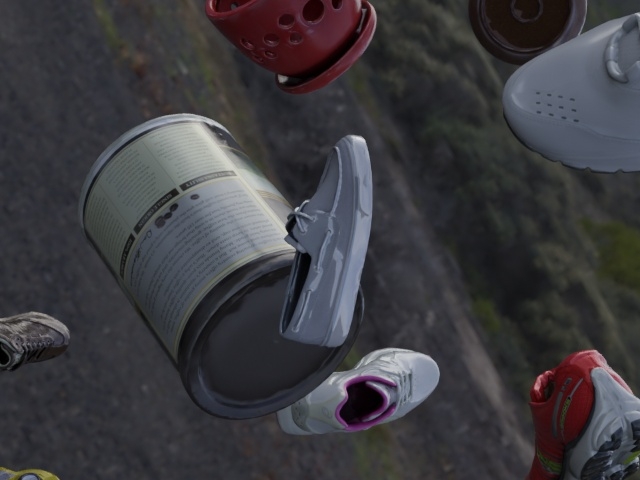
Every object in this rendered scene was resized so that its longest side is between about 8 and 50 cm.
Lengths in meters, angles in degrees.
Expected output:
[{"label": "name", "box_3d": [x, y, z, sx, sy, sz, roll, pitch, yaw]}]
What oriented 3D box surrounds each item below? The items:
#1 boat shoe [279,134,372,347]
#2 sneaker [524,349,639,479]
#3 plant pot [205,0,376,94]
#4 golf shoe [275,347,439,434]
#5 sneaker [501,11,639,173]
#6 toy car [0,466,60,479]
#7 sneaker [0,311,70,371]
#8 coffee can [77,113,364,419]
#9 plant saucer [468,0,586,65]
[{"label": "boat shoe", "box_3d": [0.000, 0.000, 1.242, 0.066, 0.063, 0.184, -127, -135, -64]}, {"label": "sneaker", "box_3d": [0.248, 0.182, 1.426, 0.118, 0.107, 0.279, 62, -17, 22]}, {"label": "plant pot", "box_3d": [-0.029, -0.306, 1.964, 0.174, 0.191, 0.191, 45, 18, -27]}, {"label": "golf shoe", "box_3d": [0.081, 0.228, 2.142, 0.306, 0.140, 0.115, -12, 99, -41]}, {"label": "sneaker", "box_3d": [0.242, -0.129, 0.887, 0.129, 0.297, 0.111, 38, 42, -51]}, {"label": "toy car", "box_3d": [-0.369, 0.282, 1.316, 0.239, 0.225, 0.053, 19, 15, -49]}, {"label": "sneaker", "box_3d": [-0.347, 0.121, 1.625, 0.188, 0.066, 0.071, 11, 30, -48]}, {"label": "coffee can", "box_3d": [-0.110, 0.022, 1.533, 0.275, 0.201, 0.201, 50, 2, 41]}, {"label": "plant saucer", "box_3d": [0.293, -0.331, 2.085, 0.168, 0.168, 0.029, 60, 14, -2]}]
